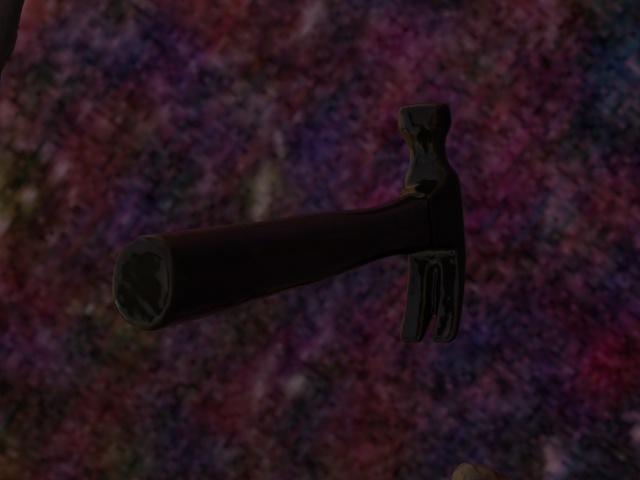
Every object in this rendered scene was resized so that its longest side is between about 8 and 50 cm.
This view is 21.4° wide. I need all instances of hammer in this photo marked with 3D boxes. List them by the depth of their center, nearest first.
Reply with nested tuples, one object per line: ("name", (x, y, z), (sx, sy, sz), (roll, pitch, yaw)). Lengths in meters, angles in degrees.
("hammer", (0.000, 0.000, 1.030), (0.044, 0.440, 0.168), (-5, 92, 25))

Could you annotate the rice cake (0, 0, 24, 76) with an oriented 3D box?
("rice cake", (-0.218, -0.093, 1.005), (0.049, 0.055, 0.270), (-12, 54, 36))

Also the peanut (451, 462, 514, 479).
("peanut", (0.208, 0.309, 1.669), (0.086, 0.104, 0.228), (-36, 65, -17))
